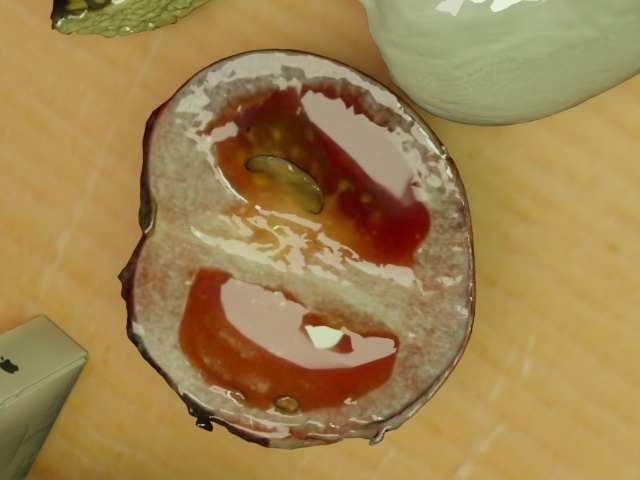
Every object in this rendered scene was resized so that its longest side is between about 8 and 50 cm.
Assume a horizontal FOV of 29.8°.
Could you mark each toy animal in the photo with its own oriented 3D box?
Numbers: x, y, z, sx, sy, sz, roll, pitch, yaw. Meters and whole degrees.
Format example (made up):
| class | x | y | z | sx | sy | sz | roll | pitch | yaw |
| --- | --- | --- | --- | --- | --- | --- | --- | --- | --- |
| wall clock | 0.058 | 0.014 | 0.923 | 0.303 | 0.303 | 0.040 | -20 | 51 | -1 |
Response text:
| class | x | y | z | sx | sy | sz | roll | pitch | yaw |
| --- | --- | --- | --- | --- | --- | --- | --- | --- | --- |
| toy animal | 0.153 | -0.142 | 0.552 | 0.282 | 0.140 | 0.138 | -15 | 109 | 33 |

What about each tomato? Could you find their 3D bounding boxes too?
| class | x | y | z | sx | sy | sz | roll | pitch | yaw |
| --- | --- | --- | --- | --- | --- | --- | --- | --- | --- |
| tomato | 0.000 | 0.000 | 0.679 | 0.199 | 0.112 | 0.228 | 21 | 114 | 11 |

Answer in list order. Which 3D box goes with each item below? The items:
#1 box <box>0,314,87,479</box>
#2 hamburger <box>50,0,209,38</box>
| class | x | y | z | sx | sy | sz | roll | pitch | yaw |
| --- | --- | --- | --- | --- | --- | --- | --- | --- | --- |
| box | -0.235 | 0.131 | 0.819 | 0.051 | 0.129 | 0.130 | 37 | 117 | 13 |
| hamburger | -0.083 | -0.219 | 0.667 | 0.155 | 0.135 | 0.208 | 66 | 145 | 31 |
